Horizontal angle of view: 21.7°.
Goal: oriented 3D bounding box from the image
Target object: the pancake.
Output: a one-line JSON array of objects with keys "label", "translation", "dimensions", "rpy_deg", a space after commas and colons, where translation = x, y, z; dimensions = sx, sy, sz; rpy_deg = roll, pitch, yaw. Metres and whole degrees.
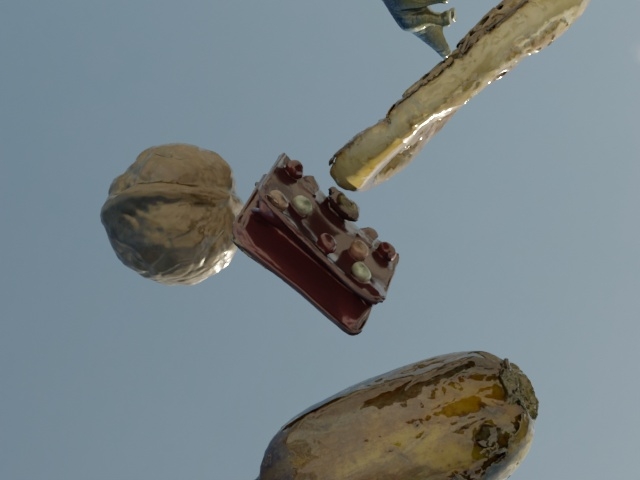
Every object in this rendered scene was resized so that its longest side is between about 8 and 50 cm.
[{"label": "pancake", "translation": [0.173, -0.193, 1.972], "dimensions": [0.071, 0.382, 0.382], "rpy_deg": [51, -144, 1]}]

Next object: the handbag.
[{"label": "handbag", "translation": [0.002, -0.002, 1.992], "dimensions": [0.203, 0.074, 0.216], "rpy_deg": [42, -158, -5]}]

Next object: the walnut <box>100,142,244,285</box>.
[{"label": "walnut", "translation": [-0.212, -0.039, 2.449], "dimensions": [0.224, 0.224, 0.224], "rpy_deg": [14, -148, -9]}]

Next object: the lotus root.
[{"label": "lotus root", "translation": [0.084, 0.267, 2.081], "dimensions": [0.397, 0.179, 0.196], "rpy_deg": [-24, -134, 10]}]

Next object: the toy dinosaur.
[{"label": "toy dinosaur", "translation": [0.107, -0.347, 2.487], "dimensions": [0.188, 0.248, 0.075], "rpy_deg": [-2, -129, 16]}]
